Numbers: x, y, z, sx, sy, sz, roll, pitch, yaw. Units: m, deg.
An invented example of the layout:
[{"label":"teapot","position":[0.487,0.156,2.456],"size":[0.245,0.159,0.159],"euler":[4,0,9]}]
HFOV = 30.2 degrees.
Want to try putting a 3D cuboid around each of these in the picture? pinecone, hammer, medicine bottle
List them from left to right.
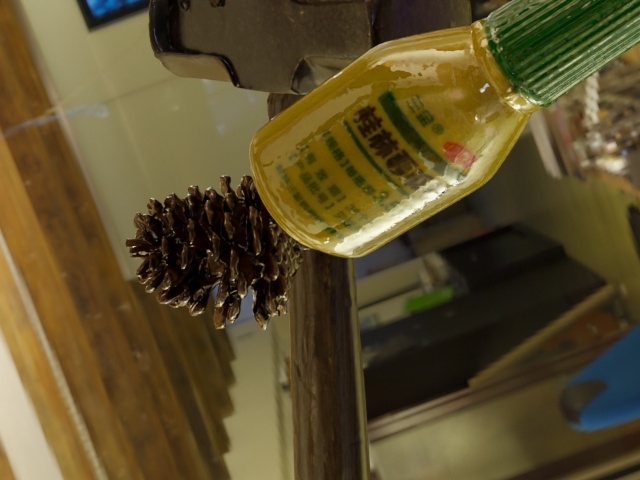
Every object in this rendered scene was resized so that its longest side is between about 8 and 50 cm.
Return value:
[{"label":"pinecone","position":[-0.063,0.003,0.741],"size":[0.102,0.109,0.102],"euler":[-44,37,46]},{"label":"hammer","position":[0.000,0.000,0.832],"size":[0.242,0.095,0.408],"euler":[12,113,47]},{"label":"medicine bottle","position":[0.076,-0.076,0.594],"size":[0.095,0.260,0.064],"euler":[46,-145,-17]}]
